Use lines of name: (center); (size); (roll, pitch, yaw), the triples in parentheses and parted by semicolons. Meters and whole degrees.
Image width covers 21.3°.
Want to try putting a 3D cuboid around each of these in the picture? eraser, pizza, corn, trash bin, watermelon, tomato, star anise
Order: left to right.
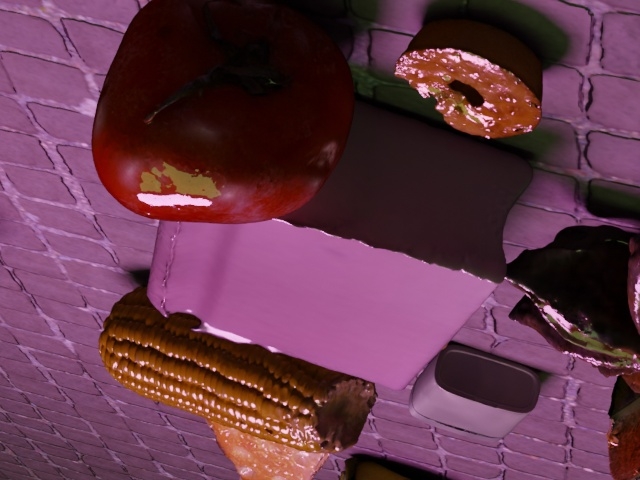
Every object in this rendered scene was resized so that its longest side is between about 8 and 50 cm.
tomato: (-0.069, -0.082, 1.181); (0.187, 0.187, 0.151); (21, 138, -9)
corn: (-0.088, 0.134, 1.775); (0.344, 0.131, 0.131); (17, 164, 40)
pizza: (-0.071, 0.238, 2.185); (0.204, 0.080, 0.188); (26, 137, 5)
eraser: (0.000, 0.000, 1.438); (0.272, 0.122, 0.359); (16, 161, -2)
trash bin: (0.163, 0.165, 1.812); (0.116, 0.059, 0.130); (17, 159, -3)
watermelon: (0.308, 0.177, 1.639); (0.063, 0.119, 0.245); (23, 162, 19)
star anise: (0.302, 0.062, 1.359); (0.331, 0.117, 0.332); (19, 168, 4)

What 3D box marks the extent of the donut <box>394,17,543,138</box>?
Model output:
donut: (0.108, -0.113, 1.160); (0.097, 0.043, 0.108); (1, 153, 38)

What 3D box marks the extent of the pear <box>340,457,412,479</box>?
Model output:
pear: (0.138, 0.410, 2.331); (0.292, 0.159, 0.292); (15, 163, 5)

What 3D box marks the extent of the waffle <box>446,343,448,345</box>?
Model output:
waffle: (0.037, 0.072, 1.704); (0.191, 0.038, 0.191); (16, 160, 6)
